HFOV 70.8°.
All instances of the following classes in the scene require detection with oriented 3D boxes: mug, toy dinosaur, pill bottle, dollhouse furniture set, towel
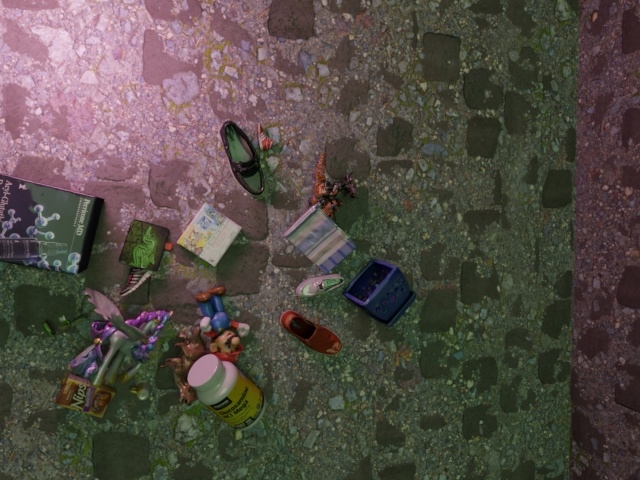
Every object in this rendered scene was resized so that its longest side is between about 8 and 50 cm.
[{"bbox_3d":[-0.728,0.621,1.832,0.078,0.064,0.062,-13,98,-17],"label":"mug"},{"bbox_3d":[0.048,-0.217,2.007,0.218,0.164,0.322,-11,119,-1],"label":"toy dinosaur"},{"bbox_3d":[-0.535,0.503,1.862,0.200,0.127,0.296,32,79,-17],"label":"toy dinosaur"},{"bbox_3d":[-0.380,0.614,1.832,0.188,0.188,0.334,-42,125,-12],"label":"pill bottle"},{"bbox_3d":[-0.975,0.305,1.728,0.151,0.076,0.059,-27,101,-14],"label":"dollhouse furniture set"},{"bbox_3d":[0.000,0.000,2.013,0.209,0.034,0.285,-41,107,16],"label":"towel"}]

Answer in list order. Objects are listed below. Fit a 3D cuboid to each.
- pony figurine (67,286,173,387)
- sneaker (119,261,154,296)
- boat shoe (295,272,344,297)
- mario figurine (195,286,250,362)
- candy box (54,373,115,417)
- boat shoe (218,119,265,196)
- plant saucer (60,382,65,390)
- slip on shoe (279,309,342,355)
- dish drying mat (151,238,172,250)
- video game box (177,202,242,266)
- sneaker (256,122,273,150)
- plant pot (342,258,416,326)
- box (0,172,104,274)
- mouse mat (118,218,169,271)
[{"bbox_3d":[-0.767,0.368,1.716,0.363,0.303,0.351,-53,143,-12],"label":"pony figurine"},{"bbox_3d":[-0.746,0.149,1.803,0.170,0.063,0.075,-47,106,-16],"label":"sneaker"},{"bbox_3d":[-0.001,0.200,2.043,0.226,0.076,0.083,-22,99,-16],"label":"boat shoe"},{"bbox_3d":[-0.395,0.356,1.876,0.198,0.170,0.320,-19,97,-18],"label":"mario figurine"},{"bbox_3d":[-0.919,0.609,1.764,0.186,0.053,0.109,30,83,-24],"label":"candy box"},{"bbox_3d":[-0.321,-0.344,1.887,0.127,0.113,0.340,-22,100,-16],"label":"boat shoe"},{"bbox_3d":[-0.979,0.594,1.775,0.083,0.013,0.083,-1,94,-18],"label":"plant saucer"},{"bbox_3d":[-0.035,0.426,2.032,0.331,0.101,0.123,36,80,-18],"label":"slip on shoe"},{"bbox_3d":[-0.654,0.018,1.853,0.083,0.008,0.032,17,87,-18],"label":"dish drying mat"},{"bbox_3d":[-0.466,-0.023,1.893,0.187,0.048,0.205,37,81,-18],"label":"video game box"},{"bbox_3d":[-0.238,-0.450,1.946,0.067,0.042,0.118,-10,104,-14],"label":"sneaker"},{"bbox_3d":[0.281,0.249,2.063,0.236,0.236,0.212,-47,111,-11],"label":"plant pot"},{"bbox_3d":[-1.032,-0.063,1.618,0.395,0.212,0.293,13,88,-19],"label":"box"},{"bbox_3d":[-0.705,0.019,1.809,0.152,0.007,0.190,16,72,-19],"label":"mouse mat"}]
